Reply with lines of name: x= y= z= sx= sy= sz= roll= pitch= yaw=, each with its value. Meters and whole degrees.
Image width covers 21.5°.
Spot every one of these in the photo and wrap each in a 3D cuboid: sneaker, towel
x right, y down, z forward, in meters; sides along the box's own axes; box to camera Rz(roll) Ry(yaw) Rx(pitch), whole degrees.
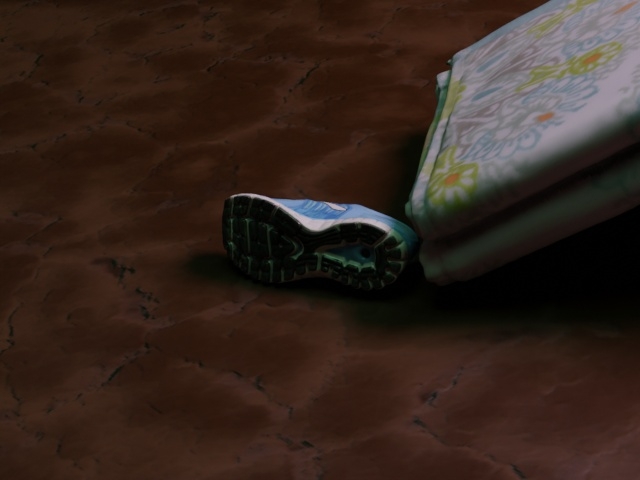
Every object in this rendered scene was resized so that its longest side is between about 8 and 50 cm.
sneaker: x=0.000 y=0.000 z=1.249 sx=0.162 sy=0.063 sz=0.073 roll=13 pitch=17 yaw=26
towel: x=0.240 y=-0.123 z=1.232 sx=0.374 sy=0.090 sz=0.320 roll=-27 pitch=20 yaw=21
